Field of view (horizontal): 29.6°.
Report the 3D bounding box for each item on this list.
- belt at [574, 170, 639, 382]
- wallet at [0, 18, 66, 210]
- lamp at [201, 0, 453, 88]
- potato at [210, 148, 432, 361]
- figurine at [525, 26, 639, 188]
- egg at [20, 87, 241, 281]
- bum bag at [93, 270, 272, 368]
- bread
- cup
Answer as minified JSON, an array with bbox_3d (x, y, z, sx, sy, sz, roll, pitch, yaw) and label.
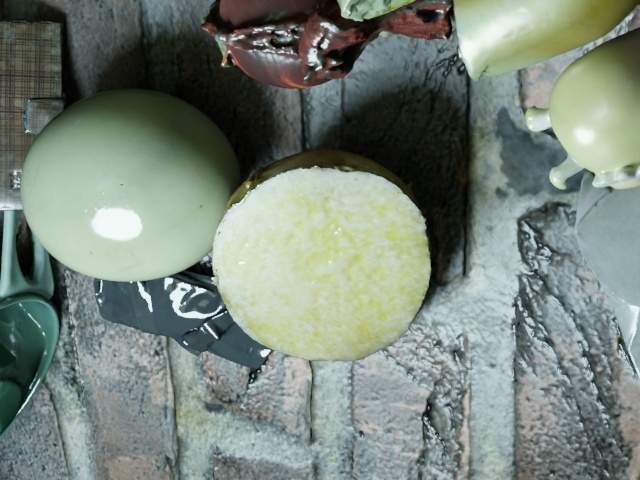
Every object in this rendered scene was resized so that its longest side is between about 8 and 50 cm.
[{"bbox_3d":[0.359,0.069,1.117,0.122,0.217,0.339,-22,92,33],"label":"belt"},{"bbox_3d":[-0.367,-0.149,1.448,0.124,0.042,0.230,0,98,-13],"label":"wallet"},{"bbox_3d":[-0.001,-0.222,1.221,0.223,0.215,0.151,41,146,29],"label":"lamp"},{"bbox_3d":[0.000,0.000,1.319,0.239,0.116,0.299,0,133,-1],"label":"potato"},{"bbox_3d":[0.336,-0.176,0.962,0.394,0.274,0.227,-31,68,20],"label":"figurine"},{"bbox_3d":[-0.212,-0.062,1.358,0.269,0.219,0.219,-2,110,25],"label":"egg"},{"bbox_3d":[-0.167,0.080,1.489,0.248,0.060,0.123,20,118,18],"label":"bum bag"},{"bbox_3d":[0.151,-0.295,1.009,0.333,0.160,0.333,5,98,41],"label":"bread"},{"bbox_3d":[-0.545,0.079,1.584,0.392,0.401,0.310,34,156,16],"label":"cup"}]
